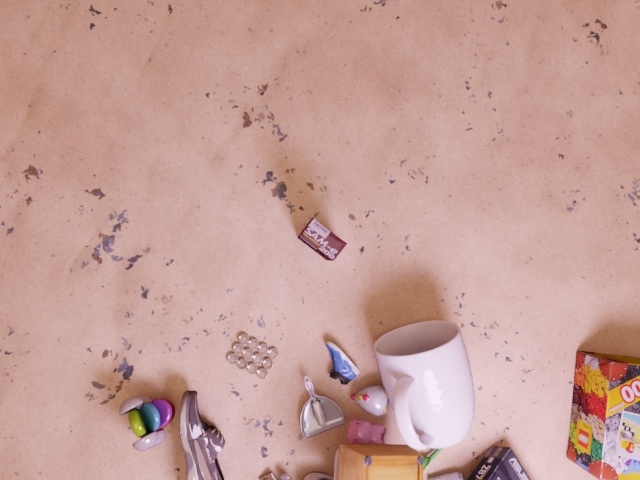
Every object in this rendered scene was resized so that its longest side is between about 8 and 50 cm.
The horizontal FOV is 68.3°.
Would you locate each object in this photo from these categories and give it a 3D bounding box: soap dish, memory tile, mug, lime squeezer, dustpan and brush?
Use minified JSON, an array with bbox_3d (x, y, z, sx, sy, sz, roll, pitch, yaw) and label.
[{"bbox_3d":[0.173,0.702,1.335,0.291,0.118,0.229,18,67,-34],"label":"soap dish"},{"bbox_3d":[-0.224,0.384,1.565,0.148,0.012,0.113,28,86,-3],"label":"memory tile"},{"bbox_3d":[0.316,0.465,1.432,0.276,0.374,0.328,-13,97,31],"label":"mug"},{"bbox_3d":[0.313,0.731,1.578,0.310,0.059,0.110,-13,59,-3],"label":"lime squeezer"},{"bbox_3d":[-0.015,0.538,1.549,0.147,0.060,0.211,-19,89,-5],"label":"dustpan and brush"}]

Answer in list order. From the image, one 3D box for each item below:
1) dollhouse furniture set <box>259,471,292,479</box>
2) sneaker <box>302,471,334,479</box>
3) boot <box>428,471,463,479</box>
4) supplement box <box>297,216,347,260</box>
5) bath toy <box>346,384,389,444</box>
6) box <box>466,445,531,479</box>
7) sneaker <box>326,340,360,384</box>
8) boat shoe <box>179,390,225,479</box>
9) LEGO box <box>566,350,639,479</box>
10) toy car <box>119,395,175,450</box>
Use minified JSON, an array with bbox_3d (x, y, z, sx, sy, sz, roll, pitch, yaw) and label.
[{"bbox_3d":[-0.135,0.811,1.460,0.144,0.151,0.123,-34,90,22],"label":"dollhouse furniture set"},{"bbox_3d":[0.086,0.826,1.511,0.296,0.131,0.112,5,85,-5],"label":"sneaker"},{"bbox_3d":[0.429,0.905,1.562,0.123,0.095,0.258,-11,84,6],"label":"boot"},{"bbox_3d":[0.000,0.000,1.482,0.130,0.239,0.073,37,86,-2],"label":"supplement box"},{"bbox_3d":[0.136,0.629,1.489,0.129,0.151,0.348,3,62,18],"label":"bath toy"},{"bbox_3d":[0.598,0.924,1.497,0.318,0.097,0.395,-31,90,-36],"label":"box"},{"bbox_3d":[0.053,0.411,1.560,0.084,0.058,0.152,-43,98,-13],"label":"sneaker"},{"bbox_3d":[-0.369,0.643,1.499,0.130,0.132,0.355,-8,97,-14],"label":"boat shoe"},{"bbox_3d":[1.117,0.592,1.562,0.500,0.193,0.372,7,87,-4],"label":"LEGO box"},{"bbox_3d":[-0.520,0.547,1.456,0.136,0.182,0.159,-27,75,-9],"label":"toy car"}]
